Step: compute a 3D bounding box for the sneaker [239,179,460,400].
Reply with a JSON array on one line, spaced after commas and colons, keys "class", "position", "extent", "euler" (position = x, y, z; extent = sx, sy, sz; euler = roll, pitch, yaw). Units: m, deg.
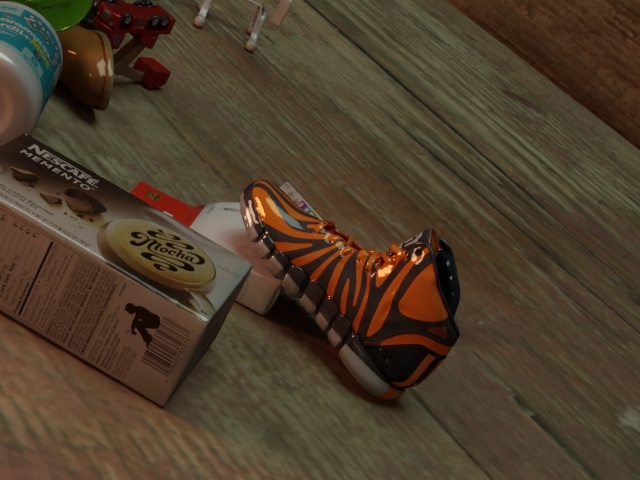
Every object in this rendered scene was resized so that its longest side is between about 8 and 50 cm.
[{"class": "sneaker", "position": [0.053, 0.019, 1.530], "extent": [0.321, 0.180, 0.124], "euler": [50, 20, 9]}]

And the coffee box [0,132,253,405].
[{"class": "coffee box", "position": [-0.243, 0.024, 1.340], "extent": [0.297, 0.119, 0.168], "euler": [30, 24, 3]}]

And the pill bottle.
[{"class": "pill bottle", "position": [-0.412, -0.218, 1.619], "extent": [0.146, 0.146, 0.264], "euler": [24, 23, -13]}]

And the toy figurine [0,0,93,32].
[{"class": "toy figurine", "position": [-0.392, -0.375, 1.812], "extent": [0.173, 0.130, 0.159], "euler": [-3, 21, 4]}]

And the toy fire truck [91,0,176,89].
[{"class": "toy fire truck", "position": [-0.288, -0.299, 1.950], "extent": [0.047, 0.135, 0.192], "euler": [40, 26, 21]}]

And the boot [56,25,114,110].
[{"class": "boot", "position": [-0.430, -0.287, 1.810], "extent": [0.220, 0.109, 0.283], "euler": [-2, 48, -39]}]

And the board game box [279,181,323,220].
[{"class": "board game box", "position": [0.000, 0.000, 1.722], "extent": [0.154, 0.026, 0.103], "euler": [48, -10, 38]}]

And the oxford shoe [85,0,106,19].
[{"class": "oxford shoe", "position": [-0.449, -0.427, 2.131], "extent": [0.227, 0.083, 0.096], "euler": [30, 3, 1]}]

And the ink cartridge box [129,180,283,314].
[{"class": "ink cartridge box", "position": [-0.143, -0.011, 1.621], "extent": [0.232, 0.066, 0.189], "euler": [32, 23, -3]}]

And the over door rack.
[{"class": "over door rack", "position": [-0.203, -0.450, 2.369], "extent": [0.239, 0.108, 0.324], "euler": [24, 2, -13]}]
